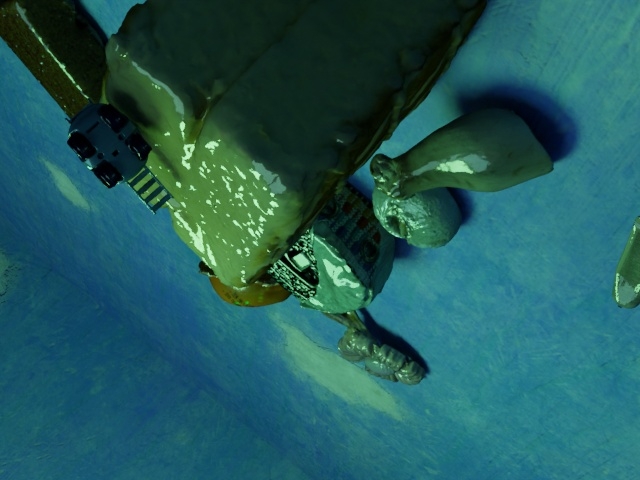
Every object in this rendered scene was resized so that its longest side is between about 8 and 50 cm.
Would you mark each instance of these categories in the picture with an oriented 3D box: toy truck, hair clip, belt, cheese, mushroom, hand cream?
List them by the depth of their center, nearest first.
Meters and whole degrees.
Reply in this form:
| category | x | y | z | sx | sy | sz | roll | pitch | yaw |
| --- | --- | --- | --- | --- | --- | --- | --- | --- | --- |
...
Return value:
| category | x | y | z | sx | sy | sz | roll | pitch | yaw |
| --- | --- | --- | --- | --- | --- | --- | --- | --- | --- |
| toy truck | -0.194 | -0.077 | 1.075 | 0.136 | 0.063 | 0.074 | 51 | 174 | -22 |
| mushroom | 0.166 | -0.095 | 1.311 | 0.225 | 0.093 | 0.116 | -13 | 142 | 20 |
| hand cream | 0.394 | 0.033 | 1.336 | 0.057 | 0.037 | 0.165 | 33 | 149 | 20 |
| belt | 0.000 | 0.000 | 1.747 | 0.257 | 0.150 | 0.207 | 39 | 148 | 2 |
| cheese | -0.140 | 0.034 | 2.007 | 0.329 | 0.216 | 0.129 | 29 | 121 | 59 |
| hair clip | 0.078 | 0.183 | 2.049 | 0.300 | 0.069 | 0.173 | 51 | 155 | -23 |

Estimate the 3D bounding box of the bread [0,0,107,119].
| category | x | y | z | sx | sy | sz | roll | pitch | yaw |
| --- | --- | --- | --- | --- | --- | --- | --- | --- | --- |
| bread | -0.416 | -0.286 | 1.937 | 0.165 | 0.113 | 0.417 | 12 | 145 | 51 |

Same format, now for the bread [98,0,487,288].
| category | x | y | z | sx | sy | sz | roll | pitch | yaw |
| --- | --- | --- | --- | --- | --- | --- | --- | --- | --- |
| bread | -0.042 | -0.182 | 1.195 | 0.279 | 0.371 | 0.390 | 40 | 159 | -2 |

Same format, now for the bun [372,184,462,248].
| category | x | y | z | sx | sy | sz | roll | pitch | yaw |
| --- | --- | --- | --- | --- | --- | --- | --- | --- | --- |
| bun | 0.132 | -0.040 | 1.543 | 0.140 | 0.083 | 0.141 | 31 | 156 | 16 |
